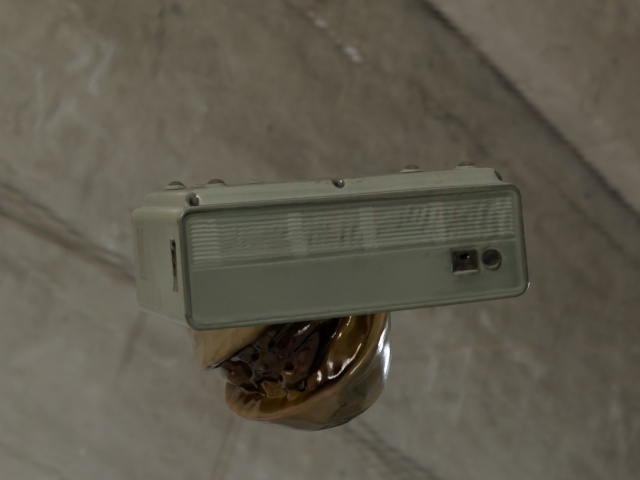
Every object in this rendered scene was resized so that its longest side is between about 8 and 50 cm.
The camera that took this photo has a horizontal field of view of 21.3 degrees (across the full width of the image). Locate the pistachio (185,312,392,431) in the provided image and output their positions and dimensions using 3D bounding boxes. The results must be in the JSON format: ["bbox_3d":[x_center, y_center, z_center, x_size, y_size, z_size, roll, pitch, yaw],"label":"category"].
[{"bbox_3d":[-0.014,0.045,1.004,0.129,0.131,0.206,40,-12,-11],"label":"pistachio"}]

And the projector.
[{"bbox_3d":[0.000,0.000,0.738,0.147,0.061,0.115,-5,1,-17],"label":"projector"}]
